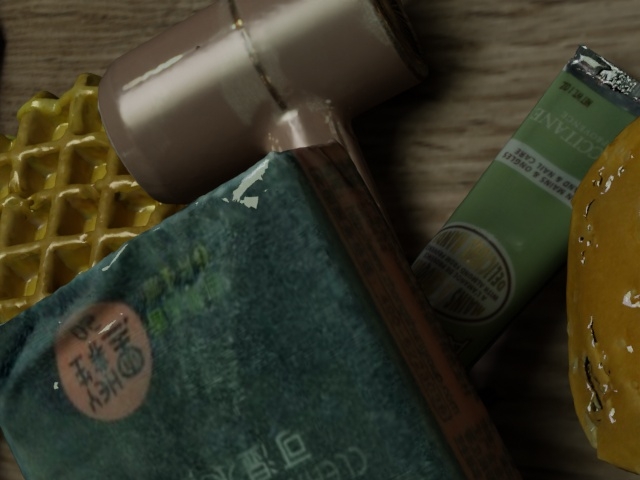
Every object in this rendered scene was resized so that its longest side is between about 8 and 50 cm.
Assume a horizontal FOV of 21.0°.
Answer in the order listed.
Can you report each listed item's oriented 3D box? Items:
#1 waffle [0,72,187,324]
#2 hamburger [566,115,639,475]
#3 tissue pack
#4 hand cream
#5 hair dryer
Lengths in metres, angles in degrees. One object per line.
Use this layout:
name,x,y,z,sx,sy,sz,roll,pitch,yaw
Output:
waffle,-0.177,0.013,1.178,0.309,0.065,0.283,-49,51,3
hamburger,0.209,0.020,0.793,0.214,0.108,0.213,-24,58,44
tissue pack,-0.015,0.137,0.866,0.228,0.103,0.315,-31,85,29
hand cream,0.095,0.002,0.921,0.086,0.055,0.235,39,86,29
hair dryer,0.000,0.000,1.009,0.189,0.107,0.344,-27,64,13
